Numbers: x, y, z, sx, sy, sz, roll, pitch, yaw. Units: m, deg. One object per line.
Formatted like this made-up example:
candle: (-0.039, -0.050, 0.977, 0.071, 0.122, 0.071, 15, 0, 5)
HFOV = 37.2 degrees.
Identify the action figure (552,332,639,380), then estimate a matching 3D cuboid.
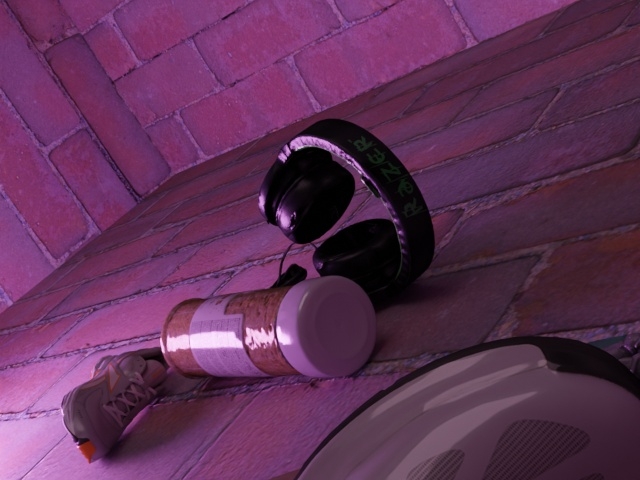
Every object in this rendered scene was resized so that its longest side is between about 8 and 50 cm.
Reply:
action figure: (0.292, 0.087, 0.755, 0.232, 0.064, 0.137, -17, 18, 34)

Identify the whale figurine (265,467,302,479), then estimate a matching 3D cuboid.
whale figurine: (0.021, 0.242, 0.730, 0.216, 0.141, 0.272, -19, -4, 40)

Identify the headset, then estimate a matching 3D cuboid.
headset: (0.000, 0.000, 1.289, 0.185, 0.243, 0.394, -36, -6, -26)

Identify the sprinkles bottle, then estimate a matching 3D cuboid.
sprinkles bottle: (-0.081, 0.122, 1.250, 0.121, 0.121, 0.355, -43, 18, -34)

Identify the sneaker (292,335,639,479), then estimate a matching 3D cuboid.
sneaker: (0.015, 0.254, 0.440, 0.447, 0.169, 0.257, -44, 17, 9)

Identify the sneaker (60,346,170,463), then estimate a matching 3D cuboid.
sneaker: (-0.292, 0.225, 1.406, 0.121, 0.099, 0.262, -25, 18, 11)
